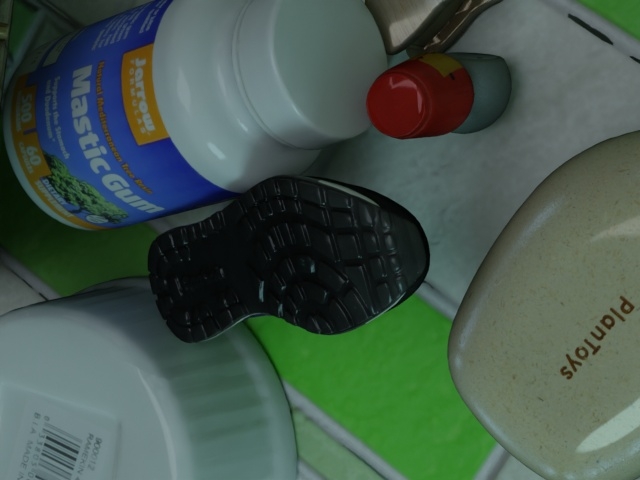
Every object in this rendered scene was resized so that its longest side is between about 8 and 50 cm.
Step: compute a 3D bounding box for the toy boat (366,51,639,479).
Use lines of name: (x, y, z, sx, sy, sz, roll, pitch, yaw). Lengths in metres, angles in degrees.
toy boat: (0.165, -0.010, 1.158, 0.318, 0.148, 0.267, 48, 117, 11)

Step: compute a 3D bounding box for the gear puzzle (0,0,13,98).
gear puzzle: (-0.251, -0.145, 1.282, 0.044, 0.339, 0.175, 7, 96, -11)

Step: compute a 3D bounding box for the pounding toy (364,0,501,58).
pounding toy: (0.021, -0.259, 1.207, 0.154, 0.155, 0.269, -20, 83, 23)

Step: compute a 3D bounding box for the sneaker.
sneaker: (0.000, 0.000, 1.200, 0.283, 0.124, 0.107, -7, 99, 55)

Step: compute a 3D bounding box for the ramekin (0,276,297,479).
ramekin: (-0.169, 0.167, 1.331, 0.277, 0.135, 0.277, 0, 91, 29)

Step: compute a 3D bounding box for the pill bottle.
pill bottle: (-0.088, -0.100, 1.237, 0.272, 0.152, 0.152, -13, 85, 44)
